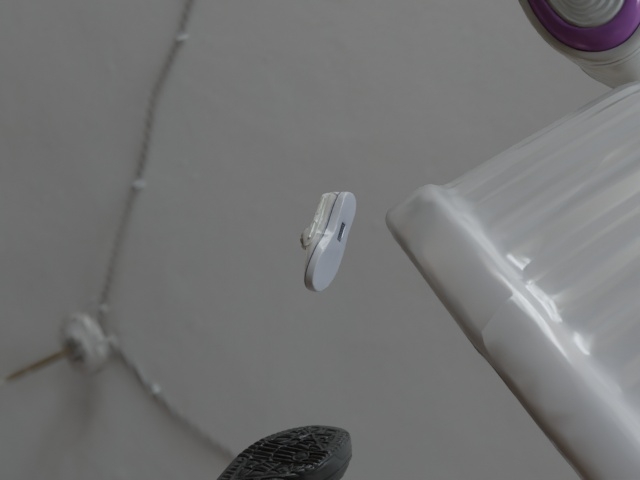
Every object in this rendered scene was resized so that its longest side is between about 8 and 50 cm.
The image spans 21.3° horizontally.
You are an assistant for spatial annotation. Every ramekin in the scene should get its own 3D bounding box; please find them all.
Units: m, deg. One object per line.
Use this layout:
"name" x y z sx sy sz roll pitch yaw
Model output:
"ramekin" 0.158 0.058 0.666 0.127 0.273 0.273 -39 -101 3

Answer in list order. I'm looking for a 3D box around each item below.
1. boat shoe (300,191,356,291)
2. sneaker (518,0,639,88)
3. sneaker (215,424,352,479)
"boat shoe" 0.000 0.000 1.509 0.035 0.100 0.035 4 -26 31
"sneaker" 0.164 -0.236 1.215 0.114 0.152 0.305 -23 -113 17
"sneaker" -0.035 0.165 0.850 0.051 0.170 0.089 3 -68 33
